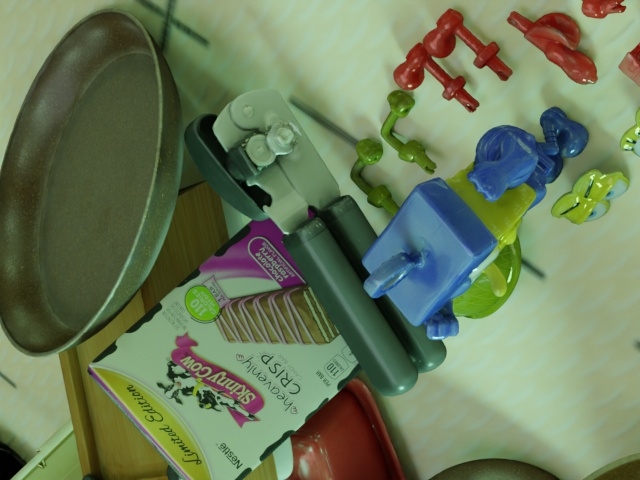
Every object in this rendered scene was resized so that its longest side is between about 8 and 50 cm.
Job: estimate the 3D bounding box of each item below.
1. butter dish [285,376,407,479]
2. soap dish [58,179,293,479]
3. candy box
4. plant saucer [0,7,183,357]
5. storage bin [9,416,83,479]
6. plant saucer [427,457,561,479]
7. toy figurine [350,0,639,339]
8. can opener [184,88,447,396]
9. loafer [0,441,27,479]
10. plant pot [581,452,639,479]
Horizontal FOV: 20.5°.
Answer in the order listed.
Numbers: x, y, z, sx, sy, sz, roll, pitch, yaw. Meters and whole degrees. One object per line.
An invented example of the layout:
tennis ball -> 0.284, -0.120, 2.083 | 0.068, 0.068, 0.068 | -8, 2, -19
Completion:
butter dish -> -0.015, 0.209, 1.662 | 0.160, 0.118, 0.160 | 6, 127, 44
soap dish -> -0.148, 0.107, 1.625 | 0.229, 0.118, 0.291 | -16, 84, 52
candy box -> -0.060, 0.089, 1.495 | 0.159, 0.233, 0.071 | 47, 168, 1
plant saucer -> -0.201, -0.047, 1.546 | 0.050, 0.311, 0.310 | 16, 160, -33
storage bin -> -0.247, 0.347, 1.889 | 0.260, 0.262, 0.123 | 45, 168, 5
plant saucer -> 0.146, 0.283, 1.510 | 0.198, 0.198, 0.036 | 34, 178, 19
toy figurine -> 0.076, -0.025, 1.270 | 0.191, 0.217, 0.362 | 45, 143, 5
can opener -> 0.000, 0.000, 1.448 | 0.280, 0.074, 0.093 | 55, 148, -2
loafer -> -0.385, 0.288, 2.152 | 0.302, 0.109, 0.095 | 34, 123, 9
plant pot -> 0.290, 0.327, 1.393 | 0.237, 0.237, 0.254 | 26, 153, 28
